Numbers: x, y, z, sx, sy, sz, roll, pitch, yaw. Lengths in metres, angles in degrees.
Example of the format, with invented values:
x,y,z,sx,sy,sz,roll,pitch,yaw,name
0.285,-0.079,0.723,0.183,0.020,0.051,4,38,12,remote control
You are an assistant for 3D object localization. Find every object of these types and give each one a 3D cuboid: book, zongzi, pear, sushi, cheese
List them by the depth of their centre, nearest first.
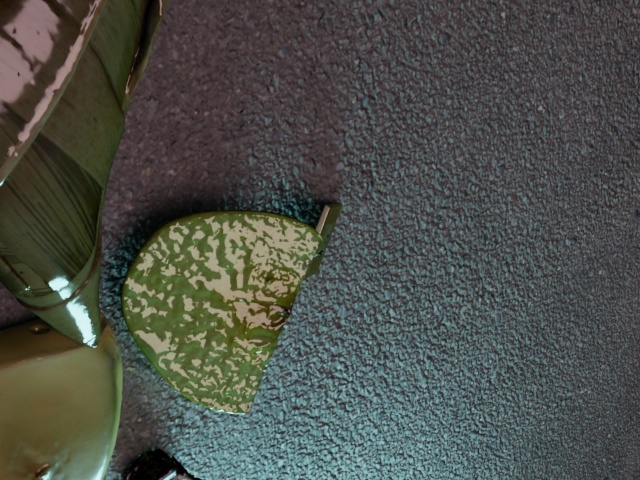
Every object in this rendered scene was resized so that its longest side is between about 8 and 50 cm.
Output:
x,y,z,sx,sy,sz,roll,pitch,yaw,name
-0.238,-0.179,0.998,0.500,0.218,0.467,-47,138,-12,zongzi
-0.369,0.256,1.128,0.259,0.128,0.316,-11,117,-39,cheese
-0.163,0.069,1.223,0.239,0.139,0.288,18,101,-29,pear
-0.233,0.362,1.319,0.098,0.084,0.094,-44,127,-23,sushi
0.000,0.000,1.331,0.172,0.012,0.118,-24,136,-82,book
